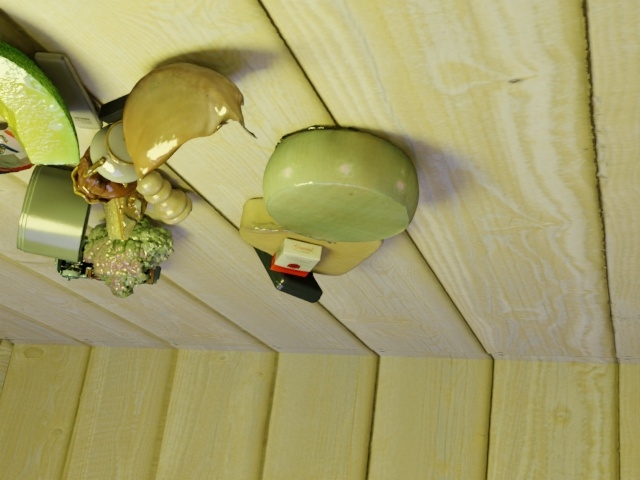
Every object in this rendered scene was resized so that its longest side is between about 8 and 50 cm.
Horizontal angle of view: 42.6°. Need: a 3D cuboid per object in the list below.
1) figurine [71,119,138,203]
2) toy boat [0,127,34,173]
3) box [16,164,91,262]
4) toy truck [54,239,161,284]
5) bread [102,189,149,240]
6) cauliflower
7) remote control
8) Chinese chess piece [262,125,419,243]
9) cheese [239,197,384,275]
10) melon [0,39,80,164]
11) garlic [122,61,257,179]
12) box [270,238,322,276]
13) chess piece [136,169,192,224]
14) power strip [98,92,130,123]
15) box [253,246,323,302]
[{"bbox_3d":[-0.468,-0.173,1.846,0.189,0.142,0.263,-30,180,-34],"label":"figurine"},{"bbox_3d":[-0.725,-0.227,1.932,0.318,0.072,0.219,-16,160,14],"label":"toy boat"},{"bbox_3d":[-0.665,-0.069,2.074,0.149,0.226,0.226,13,159,-13],"label":"box"},{"bbox_3d":[-0.682,0.073,2.593,0.338,0.133,0.184,5,168,-2],"label":"toy truck"},{"bbox_3d":[-0.523,-0.075,2.136,0.127,0.152,0.147,22,164,-31],"label":"bread"},{"bbox_3d":[-0.531,0.029,2.380,0.256,0.239,0.315,-29,165,17],"label":"cauliflower"},{"bbox_3d":[-0.513,-0.306,1.690,0.067,0.029,0.261,7,157,6],"label":"remote control"},{"bbox_3d":[0.045,-0.117,1.829,0.349,0.146,0.349,6,159,2],"label":"Chinese chess piece"},{"bbox_3d":[-0.001,0.000,2.209,0.383,0.104,0.384,6,160,2],"label":"cheese"},{"bbox_3d":[-0.574,-0.287,1.564,0.196,0.124,0.323,40,160,25],"label":"melon"},{"bbox_3d":[-0.234,-0.239,1.549,0.338,0.196,0.151,-13,167,37],"label":"garlic"},{"bbox_3d":[-0.065,0.046,2.145,0.100,0.048,0.152,15,160,-12],"label":"box"},{"bbox_3d":[-0.402,-0.121,2.068,0.094,0.094,0.170,-1,150,22],"label":"chess piece"},{"bbox_3d":[-0.421,-0.276,1.719,0.111,0.038,0.029,-10,154,40],"label":"power strip"},{"bbox_3d":[-0.096,0.077,2.315,0.160,0.230,0.050,24,111,-38],"label":"box"}]
